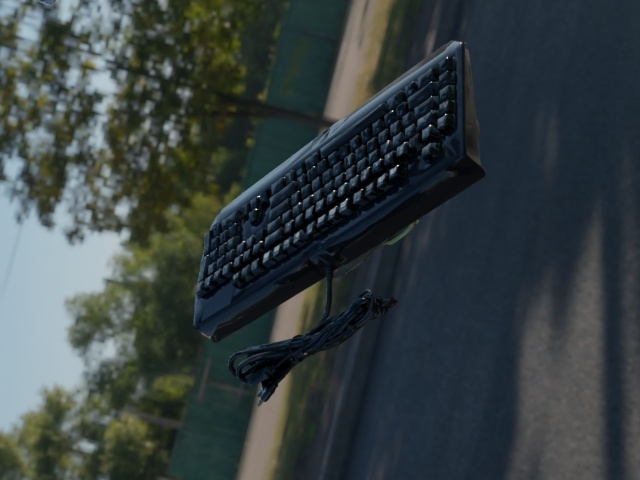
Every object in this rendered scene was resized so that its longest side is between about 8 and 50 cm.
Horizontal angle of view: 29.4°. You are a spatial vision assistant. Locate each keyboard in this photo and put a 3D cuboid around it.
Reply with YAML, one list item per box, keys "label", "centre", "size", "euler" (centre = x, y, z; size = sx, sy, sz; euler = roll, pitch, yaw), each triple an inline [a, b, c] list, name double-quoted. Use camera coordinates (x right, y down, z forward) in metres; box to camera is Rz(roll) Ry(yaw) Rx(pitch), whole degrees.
- label: "keyboard"
  centre: [0.000, 0.000, 0.906]
  size: [0.317, 0.033, 0.201]
  euler: [-34, 47, 42]

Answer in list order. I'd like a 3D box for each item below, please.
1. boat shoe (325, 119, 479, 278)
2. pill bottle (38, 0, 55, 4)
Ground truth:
- label: "boat shoe"
  centre: [0.065, -0.043, 1.286]
  size: [0.305, 0.091, 0.109]
  euler: [125, 146, -52]
- label: "pill bottle"
  centre: [-0.258, -0.246, 0.993]
  size: [0.065, 0.116, 0.065]
  euler: [-41, 36, 38]
